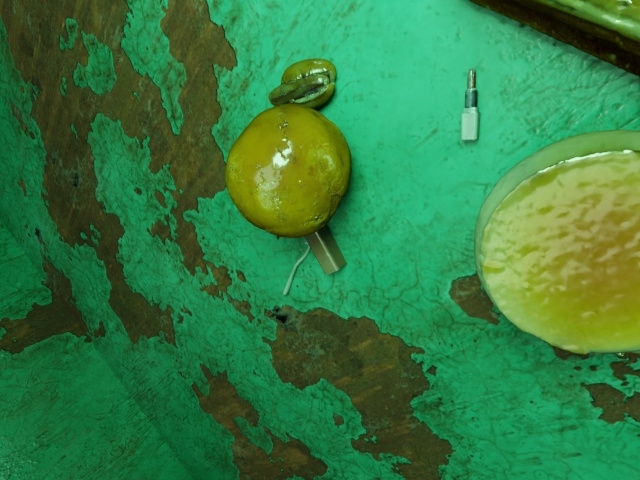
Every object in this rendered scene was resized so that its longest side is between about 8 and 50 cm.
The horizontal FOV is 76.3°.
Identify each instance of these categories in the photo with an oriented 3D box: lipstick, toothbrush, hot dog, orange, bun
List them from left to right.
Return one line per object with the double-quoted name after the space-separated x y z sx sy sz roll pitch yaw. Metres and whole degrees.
-0.057 -0.126 0.749 0.239 0.240 0.240 16 121 28 "orange"
-0.055 0.065 0.984 0.022 0.017 0.204 29 127 7 "toothbrush"
-0.035 -0.290 0.764 0.140 0.060 0.090 8 112 36 "hot dog"
0.000 0.000 0.893 0.045 0.045 0.146 -24 97 38 "lipstick"
0.235 -0.212 0.636 0.025 0.025 0.107 7 109 32 "lipstick"
0.305 -0.301 0.465 0.348 0.158 0.117 37 111 19 "hot dog"
0.370 0.003 0.557 0.298 0.164 0.299 11 113 26 "bun"
